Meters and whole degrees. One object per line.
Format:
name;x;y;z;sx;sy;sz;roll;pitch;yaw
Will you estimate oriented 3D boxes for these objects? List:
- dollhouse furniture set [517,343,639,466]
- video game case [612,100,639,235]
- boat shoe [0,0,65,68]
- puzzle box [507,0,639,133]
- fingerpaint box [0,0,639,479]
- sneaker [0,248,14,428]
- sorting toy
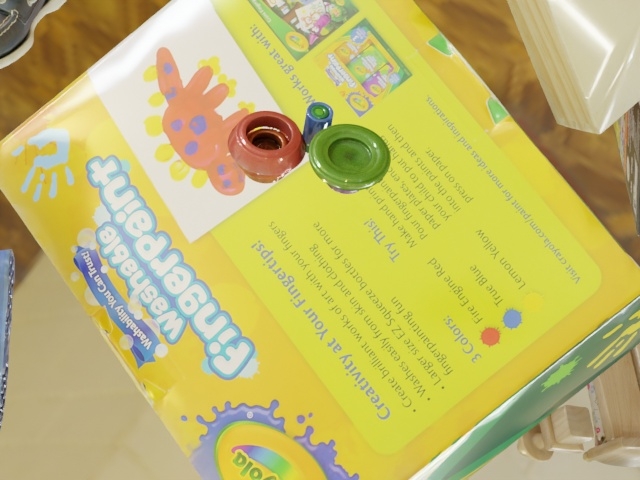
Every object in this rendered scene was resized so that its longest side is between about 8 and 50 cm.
dollhouse furniture set;0.263;0.109;1.945;0.356;0.303;0.174;9;151;-35
video game case;0.361;-0.187;2.009;0.035;0.248;0.274;-3;126;2
boat shoe;-0.316;-0.241;1.783;0.095;0.254;0.079;4;124;21
puzzle box;0.212;-0.320;1.305;0.052;0.272;0.409;20;143;53
fingerpaint box;0.000;0.000;1.469;0.445;0.371;0.163;52;-176;20
sneaker;-0.323;0.108;1.579;0.090;0.081;0.232;6;111;-5
sorting toy;-0.007;-0.051;1.116;0.102;0.061;0.042;15;141;4
